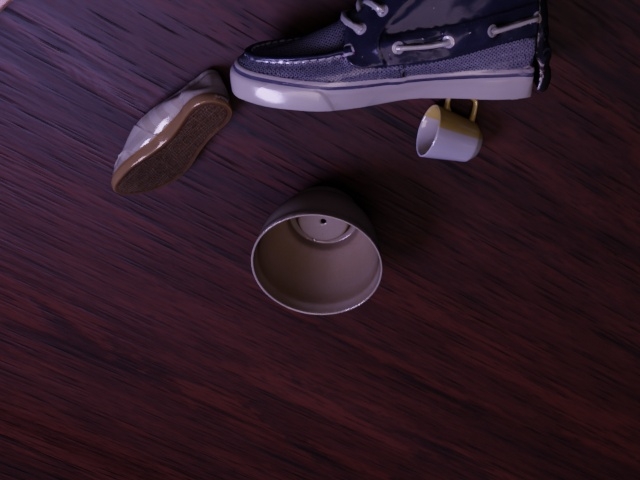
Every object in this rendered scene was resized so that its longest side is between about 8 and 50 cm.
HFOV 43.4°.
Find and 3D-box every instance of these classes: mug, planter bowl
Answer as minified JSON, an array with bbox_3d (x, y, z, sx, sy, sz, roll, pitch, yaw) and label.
[{"bbox_3d":[0.156,-0.126,0.935,0.064,0.062,0.078,14,136,-15],"label":"mug"},{"bbox_3d":[0.000,0.000,1.021,0.162,0.109,0.162,3,129,4],"label":"planter bowl"}]

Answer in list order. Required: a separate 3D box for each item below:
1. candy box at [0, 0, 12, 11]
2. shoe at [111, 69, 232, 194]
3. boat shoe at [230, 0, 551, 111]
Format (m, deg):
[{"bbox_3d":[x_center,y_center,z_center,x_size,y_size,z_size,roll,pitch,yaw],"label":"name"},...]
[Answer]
[{"bbox_3d":[-0.384,-0.291,0.866,0.186,0.053,0.109,-27,121,27],"label":"candy box"},{"bbox_3d":[-0.184,-0.127,0.981,0.219,0.058,0.076,-35,149,34],"label":"shoe"},{"bbox_3d":[0.071,-0.231,0.832,0.340,0.127,0.158,-4,122,-1],"label":"boat shoe"}]
